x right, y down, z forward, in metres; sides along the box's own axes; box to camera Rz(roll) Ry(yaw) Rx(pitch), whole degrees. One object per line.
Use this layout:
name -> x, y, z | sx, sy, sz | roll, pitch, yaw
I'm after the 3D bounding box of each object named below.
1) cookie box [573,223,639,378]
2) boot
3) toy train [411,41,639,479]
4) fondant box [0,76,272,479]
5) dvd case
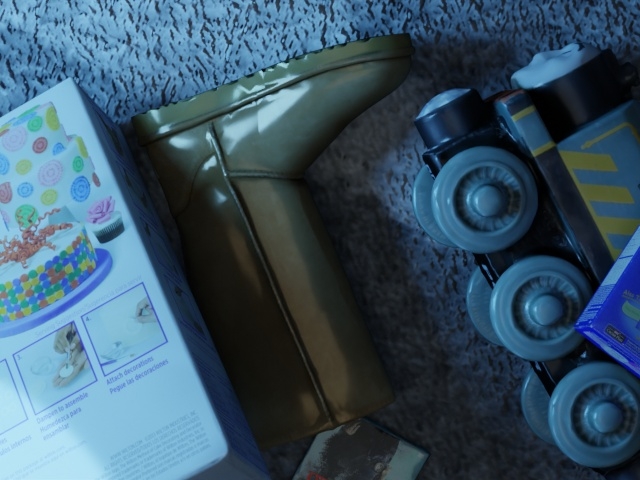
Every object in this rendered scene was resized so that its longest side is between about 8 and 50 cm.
cookie box -> 0.243, 0.042, 1.357 | 0.092, 0.040, 0.107 | 37, 79, -9
boot -> 0.000, 0.000, 1.461 | 0.236, 0.089, 0.269 | -18, 94, 20
toy train -> 0.202, 0.020, 1.435 | 0.190, 0.142, 0.334 | -29, 94, -4
fondant box -> -0.208, 0.081, 1.406 | 0.238, 0.096, 0.330 | -29, 64, 8
dvd case -> 0.020, 0.196, 1.528 | 0.087, 0.013, 0.119 | 29, 100, -1
